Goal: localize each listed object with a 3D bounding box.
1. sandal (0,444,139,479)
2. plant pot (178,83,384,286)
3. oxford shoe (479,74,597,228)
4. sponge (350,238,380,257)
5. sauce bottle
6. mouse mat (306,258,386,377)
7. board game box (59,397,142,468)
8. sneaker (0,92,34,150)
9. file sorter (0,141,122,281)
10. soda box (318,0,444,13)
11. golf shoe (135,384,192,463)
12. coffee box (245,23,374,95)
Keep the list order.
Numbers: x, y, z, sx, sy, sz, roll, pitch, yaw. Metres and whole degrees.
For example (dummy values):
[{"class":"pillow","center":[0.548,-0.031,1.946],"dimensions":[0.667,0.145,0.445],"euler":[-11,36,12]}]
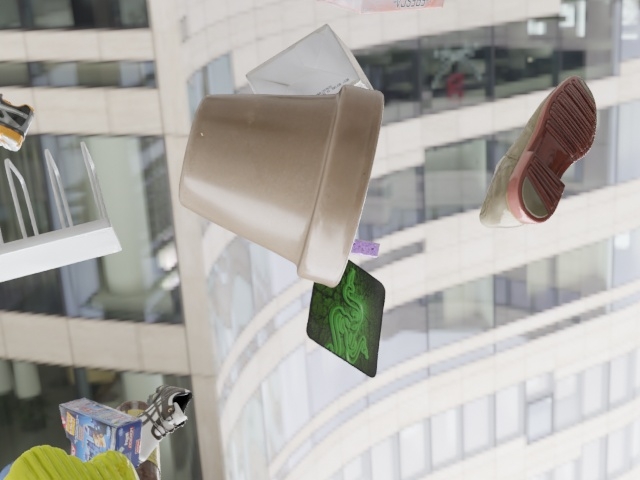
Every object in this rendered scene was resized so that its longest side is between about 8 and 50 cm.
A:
[{"class":"sandal","center":[-0.412,0.411,1.703],"dimensions":[0.138,0.126,0.317],"euler":[-37,154,9]},{"class":"plant pot","center":[-0.057,-0.090,1.393],"dimensions":[0.229,0.263,0.263],"euler":[13,-160,-2]},{"class":"oxford shoe","center":[0.368,-0.157,1.837],"dimensions":[0.130,0.123,0.348],"euler":[-18,-152,50]},{"class":"sponge","center":[0.000,0.000,2.020],"dimensions":[0.210,0.031,0.117],"euler":[10,-178,-6]},{"class":"sauce bottle","center":[-0.407,0.505,2.342],"dimensions":[0.111,0.111,0.344],"euler":[-5,-143,-5]},{"class":"mouse mat","center":[0.043,0.108,1.685],"dimensions":[0.007,0.153,0.189],"euler":[-29,-143,39]},{"class":"board game box","center":[-0.421,0.388,2.016],"dimensions":[0.060,0.194,0.194],"euler":[-10,-153,-42]},{"class":"sneaker","center":[-0.611,-0.236,1.962],"dimensions":[0.215,0.084,0.083],"euler":[25,-107,22]},{"class":"file sorter","center":[-0.506,-0.045,1.838],"dimensions":[0.278,0.173,0.193],"euler":[-14,170,-8]},{"class":"soda box","center":[0.073,-0.283,1.149],"dimensions":[0.058,0.063,0.183],"euler":[23,-155,28]},{"class":"golf shoe","center":[-0.336,0.381,2.245],"dimensions":[0.094,0.077,0.198],"euler":[-8,-140,30]},{"class":"coffee box","center":[-0.010,-0.278,1.921],"dimensions":[0.168,0.119,0.297],"euler":[-31,178,8]}]
